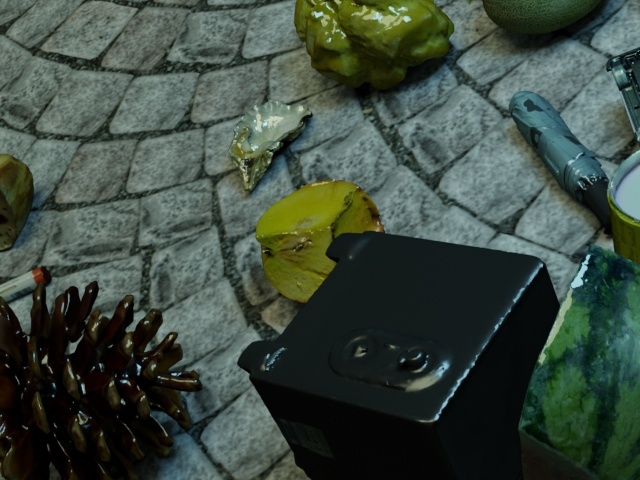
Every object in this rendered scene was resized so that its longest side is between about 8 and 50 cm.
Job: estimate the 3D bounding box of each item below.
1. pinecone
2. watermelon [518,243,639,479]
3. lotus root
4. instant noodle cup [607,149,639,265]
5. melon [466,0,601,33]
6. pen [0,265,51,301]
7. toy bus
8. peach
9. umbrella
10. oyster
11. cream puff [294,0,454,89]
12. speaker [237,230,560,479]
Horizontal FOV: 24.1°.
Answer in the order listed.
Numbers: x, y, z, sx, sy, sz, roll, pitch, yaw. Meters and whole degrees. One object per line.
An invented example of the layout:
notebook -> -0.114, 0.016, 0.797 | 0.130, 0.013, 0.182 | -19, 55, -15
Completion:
pinecone -> -0.261, 0.166, 1.673 | 0.264, 0.264, 0.264 | -15, 45, 16
watermelon -> 0.278, 0.146, 1.438 | 0.201, 0.261, 0.213 | -13, 41, 59
lotus root -> -0.450, -0.051, 2.087 | 0.159, 0.095, 0.135 | -47, 16, 48
instant noodle cup -> 0.380, -0.005, 1.514 | 0.205, 0.153, 0.205 | -17, 34, 12
melon -> 0.277, -0.333, 1.907 | 0.192, 0.139, 0.139 | -15, 45, 10
pen -> -0.461, 0.087, 2.002 | 0.218, 0.026, 0.026 | -23, 43, 8
toy bus -> 0.392, -0.140, 1.701 | 0.087, 0.089, 0.194 | -21, 44, 12
peach -> -0.001, 0.000, 1.768 | 0.151, 0.118, 0.151 | 0, 89, 26
umbrella -> 0.288, -0.097, 1.744 | 0.052, 0.053, 0.250 | -29, 42, 0
oyster -> -0.066, -0.140, 1.983 | 0.121, 0.045, 0.146 | -29, 35, 6
cream puff -> 0.055, -0.293, 1.974 | 0.194, 0.195, 0.221 | -33, 39, -3
speaker -> 0.093, 0.129, 1.521 | 0.254, 0.184, 0.232 | 11, 48, 39
